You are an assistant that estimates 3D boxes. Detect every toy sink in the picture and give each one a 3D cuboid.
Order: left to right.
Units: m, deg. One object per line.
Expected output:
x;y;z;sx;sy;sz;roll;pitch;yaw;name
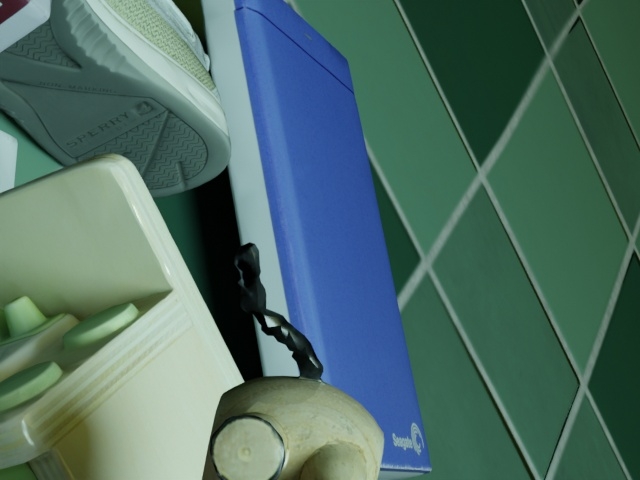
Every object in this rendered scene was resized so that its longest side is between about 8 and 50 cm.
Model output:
-0.120;0.104;0.552;0.131;0.153;0.234;-42;111;-57;toy sink

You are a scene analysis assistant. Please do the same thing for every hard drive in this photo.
0.000;0.000;0.867;0.210;0.040;0.318;27;50;-67;hard drive

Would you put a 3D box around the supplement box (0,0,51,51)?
-0.235;-0.147;0.505;0.239;0.130;0.073;38;35;-42;supplement box

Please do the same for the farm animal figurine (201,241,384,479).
-0.101;0.206;0.408;0.172;0.330;0.326;-33;101;-89;farm animal figurine

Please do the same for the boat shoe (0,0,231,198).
-0.154;-0.138;0.673;0.320;0.118;0.103;41;33;-48;boat shoe

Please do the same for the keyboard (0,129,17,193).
-0.238;-0.065;0.592;0.256;0.014;0.072;30;44;-48;keyboard
